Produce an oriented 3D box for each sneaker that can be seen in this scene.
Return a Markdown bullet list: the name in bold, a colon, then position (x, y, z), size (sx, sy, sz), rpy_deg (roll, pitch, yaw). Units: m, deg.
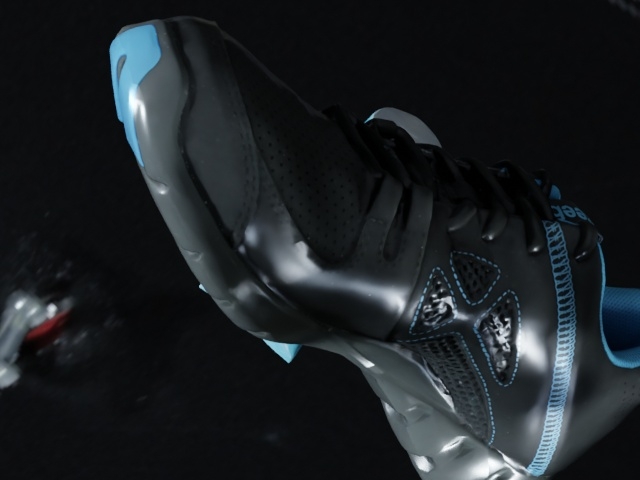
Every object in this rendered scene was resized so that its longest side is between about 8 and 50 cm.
- **sneaker**: position (0.041, -0.004, 0.691), size (0.341, 0.139, 0.125), rpy_deg (42, -159, -42)

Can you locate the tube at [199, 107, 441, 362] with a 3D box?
- **tube**: position (0.000, 0.000, 0.981), size (0.080, 0.207, 0.052), rpy_deg (43, -140, 1)
